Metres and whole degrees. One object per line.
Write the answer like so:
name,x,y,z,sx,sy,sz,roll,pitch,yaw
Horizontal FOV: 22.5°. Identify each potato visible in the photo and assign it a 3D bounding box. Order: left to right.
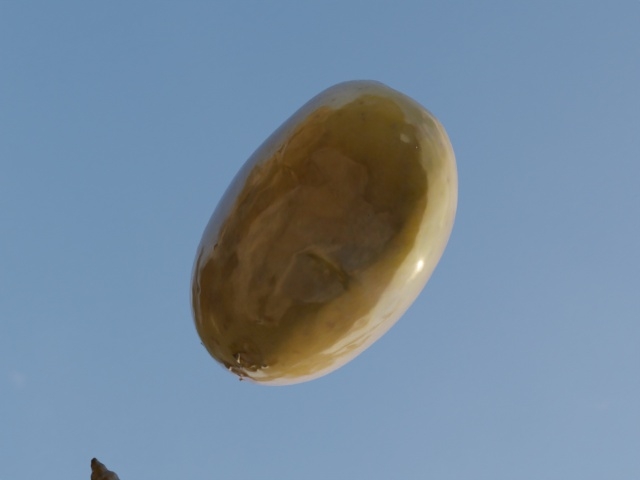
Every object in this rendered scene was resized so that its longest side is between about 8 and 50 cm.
potato,0.000,0.000,1.082,0.150,0.146,0.234,37,-61,5

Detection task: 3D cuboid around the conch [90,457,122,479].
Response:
conch,-0.095,0.315,1.308,0.330,0.093,0.109,52,-47,7
